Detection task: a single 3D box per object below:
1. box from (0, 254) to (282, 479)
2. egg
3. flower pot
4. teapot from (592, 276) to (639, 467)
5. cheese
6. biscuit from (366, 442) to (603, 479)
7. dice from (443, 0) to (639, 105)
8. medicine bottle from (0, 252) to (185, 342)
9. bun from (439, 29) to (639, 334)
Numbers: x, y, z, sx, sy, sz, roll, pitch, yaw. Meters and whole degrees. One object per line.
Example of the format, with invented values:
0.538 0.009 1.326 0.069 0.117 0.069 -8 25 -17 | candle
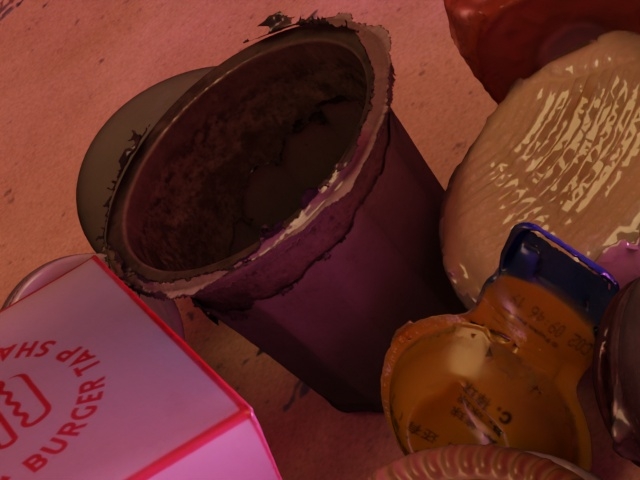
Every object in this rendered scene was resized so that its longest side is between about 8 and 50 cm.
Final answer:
-0.186 0.247 1.361 0.312 0.300 0.314 -31 30 -14 | box
-0.105 -0.057 1.759 0.283 0.203 0.203 -17 42 33 | egg
0.000 0.000 1.527 0.290 0.259 0.290 -26 36 21 | flower pot
0.336 0.051 1.173 0.312 0.233 0.315 -11 16 48 | teapot
0.128 0.105 1.329 0.069 0.177 0.270 -39 -22 -46 | cheese
0.103 0.245 1.215 0.259 0.079 0.259 -4 61 7 | biscuit
0.218 -0.200 1.595 0.175 0.174 0.179 -31 31 22 | dice
-0.208 0.094 1.654 0.165 0.165 0.273 -52 4 -11 | medicine bottle
0.216 -0.018 1.403 0.259 0.152 0.259 -30 42 32 | bun
